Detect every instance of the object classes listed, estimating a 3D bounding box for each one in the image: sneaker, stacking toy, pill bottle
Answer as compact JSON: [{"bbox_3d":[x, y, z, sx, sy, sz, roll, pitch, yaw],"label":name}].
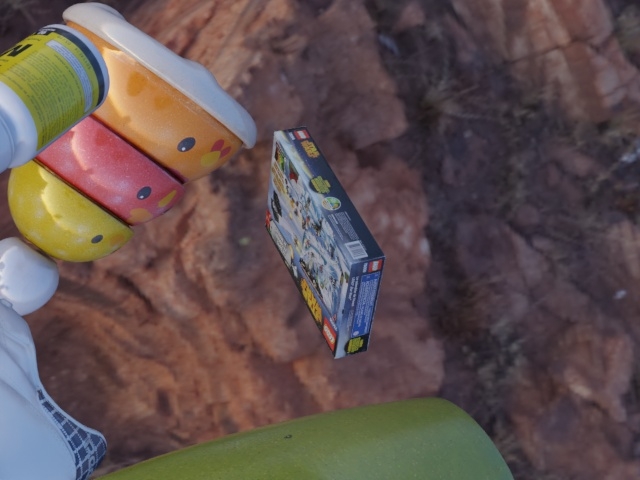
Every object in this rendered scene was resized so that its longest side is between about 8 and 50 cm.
[{"bbox_3d":[-0.199,0.037,0.561,0.235,0.090,0.095,50,40,15],"label":"sneaker"},{"bbox_3d":[-0.355,-0.086,1.862,0.350,0.350,0.480,35,88,-27],"label":"stacking toy"},{"bbox_3d":[-0.350,-0.158,1.413,0.119,0.119,0.208,55,42,-14],"label":"pill bottle"}]

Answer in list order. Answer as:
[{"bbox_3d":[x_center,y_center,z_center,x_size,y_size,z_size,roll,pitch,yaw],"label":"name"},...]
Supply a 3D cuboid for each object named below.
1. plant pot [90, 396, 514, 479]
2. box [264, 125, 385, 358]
[{"bbox_3d":[-0.004,0.240,0.901,0.293,0.275,0.275,-26,96,-24],"label":"plant pot"},{"bbox_3d":[0.000,0.000,0.836,0.027,0.094,0.137,-12,48,-20],"label":"box"}]
